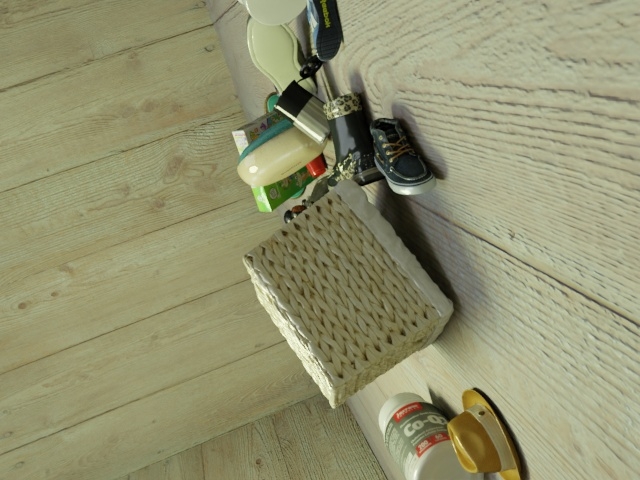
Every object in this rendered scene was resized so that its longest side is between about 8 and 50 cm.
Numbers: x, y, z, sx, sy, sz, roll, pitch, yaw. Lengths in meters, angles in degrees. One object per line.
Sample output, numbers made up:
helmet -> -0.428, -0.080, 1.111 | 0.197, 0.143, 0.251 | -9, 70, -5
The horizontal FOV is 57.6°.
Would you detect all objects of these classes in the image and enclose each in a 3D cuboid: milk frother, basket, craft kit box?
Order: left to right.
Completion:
craft kit box -> -0.122, -0.249, 1.703 | 0.061, 0.247, 0.249 | 6, 124, 42
milk frother -> -0.008, -0.312, 1.285 | 0.135, 0.129, 0.143 | 36, 140, -5
basket -> 0.044, 0.119, 1.171 | 0.331, 0.266, 0.328 | 54, 168, 18

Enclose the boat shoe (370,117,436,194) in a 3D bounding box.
boat shoe -> 0.123, -0.137, 0.929 | 0.183, 0.065, 0.083 | -124, 14, -61

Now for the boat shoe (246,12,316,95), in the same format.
boat shoe -> -0.096, -0.434, 1.343 | 0.305, 0.109, 0.091 | 49, -160, -63

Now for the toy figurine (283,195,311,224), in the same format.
toy figurine -> -0.016, -0.032, 1.816 | 0.209, 0.148, 0.213 | 160, 89, -82

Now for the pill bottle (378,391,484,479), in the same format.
pill bottle -> 0.240, 0.470, 1.343 | 0.283, 0.161, 0.161 | -141, 31, -73

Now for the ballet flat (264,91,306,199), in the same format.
ballet flat -> -0.113, -0.304, 1.876 | 0.124, 0.116, 0.342 | -131, 26, -79

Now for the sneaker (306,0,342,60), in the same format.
sneaker -> 0.004, -0.410, 1.086 | 0.059, 0.053, 0.144 | -125, 25, -57

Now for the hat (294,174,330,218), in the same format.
hat -> 0.000, 0.000, 1.539 | 0.331, 0.134, 0.331 | 40, 139, 46

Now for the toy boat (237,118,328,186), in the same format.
toy boat -> -0.087, -0.247, 1.561 | 0.148, 0.267, 0.318 | 65, -157, 8

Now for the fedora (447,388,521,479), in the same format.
fedora -> 0.289, 0.372, 1.072 | 0.194, 0.079, 0.194 | 159, 90, -81

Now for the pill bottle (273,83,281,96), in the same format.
pill bottle -> -0.106, -0.464, 1.606 | 0.067, 0.067, 0.120 | -135, 25, -71

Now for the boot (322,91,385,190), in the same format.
boot -> 0.053, -0.195, 1.193 | 0.236, 0.085, 0.178 | -177, 68, -74

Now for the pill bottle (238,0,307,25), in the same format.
pill bottle -> -0.130, -0.572, 1.169 | 0.160, 0.160, 0.283 | 82, 164, -58
